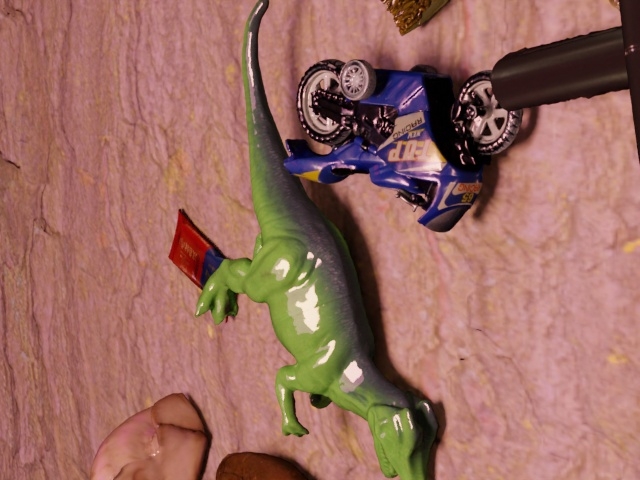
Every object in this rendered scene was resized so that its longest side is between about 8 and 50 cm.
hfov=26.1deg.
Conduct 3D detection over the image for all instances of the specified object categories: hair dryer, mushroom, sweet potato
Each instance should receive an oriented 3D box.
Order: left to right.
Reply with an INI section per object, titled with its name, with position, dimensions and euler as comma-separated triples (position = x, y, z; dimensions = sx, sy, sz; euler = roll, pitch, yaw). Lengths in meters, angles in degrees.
[mushroom]
position = -0.279, 0.324, 2.012
dimensions = 0.173, 0.162, 0.236
euler = 43, 127, 45
[sweet potato]
position = -0.047, 0.333, 1.729
dimensions = 0.286, 0.085, 0.112
euler = 24, 136, 48
[hair dryer]
position = 0.252, -0.104, 1.160
dimensions = 0.302, 0.116, 0.244
euler = -4, 91, 60

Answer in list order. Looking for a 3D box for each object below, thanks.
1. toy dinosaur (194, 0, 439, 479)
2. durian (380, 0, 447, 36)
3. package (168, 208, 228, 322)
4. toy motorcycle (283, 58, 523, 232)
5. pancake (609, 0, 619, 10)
[toy dinosaur]
position = 0.000, 0.000, 1.554
dimensions = 0.374, 0.144, 0.500
euler = 25, 120, 49
[durian]
position = 0.109, -0.307, 1.378
dimensions = 0.221, 0.095, 0.137
euler = -35, 65, 47
[package]
position = -0.165, 0.032, 1.923
dimensions = 0.200, 0.022, 0.083
euler = 42, 128, 50
[toy motorcycle]
position = 0.079, -0.101, 1.428
dimensions = 0.315, 0.113, 0.169
euler = 11, 101, 45
[pancake]
position = 0.275, -0.246, 1.192
dimensions = 0.108, 0.017, 0.108
euler = 6, 97, 54
